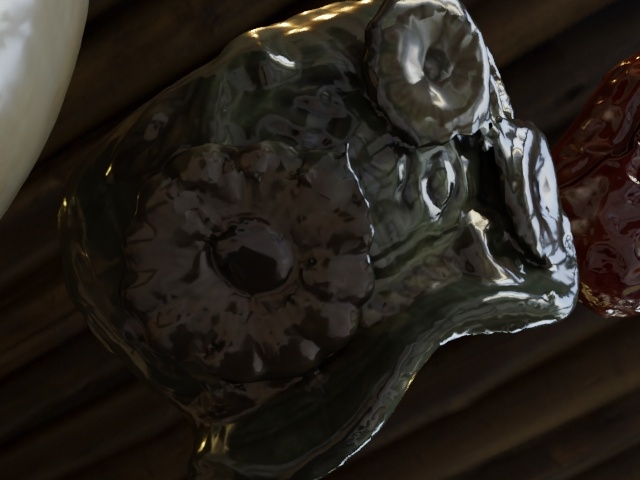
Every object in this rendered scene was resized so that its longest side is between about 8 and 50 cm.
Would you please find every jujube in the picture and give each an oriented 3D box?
[{"bbox_3d":[0.264,-0.051,0.957,0.155,0.155,0.230,28,-91,-18],"label":"jujube"}]

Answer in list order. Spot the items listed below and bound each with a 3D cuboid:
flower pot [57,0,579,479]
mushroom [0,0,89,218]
[{"bbox_3d":[0.000,0.000,0.657,0.302,0.302,0.213,-32,-93,8],"label":"flower pot"},{"bbox_3d":[-0.270,-0.105,0.486,0.295,0.362,0.362,33,-73,-31],"label":"mushroom"}]
